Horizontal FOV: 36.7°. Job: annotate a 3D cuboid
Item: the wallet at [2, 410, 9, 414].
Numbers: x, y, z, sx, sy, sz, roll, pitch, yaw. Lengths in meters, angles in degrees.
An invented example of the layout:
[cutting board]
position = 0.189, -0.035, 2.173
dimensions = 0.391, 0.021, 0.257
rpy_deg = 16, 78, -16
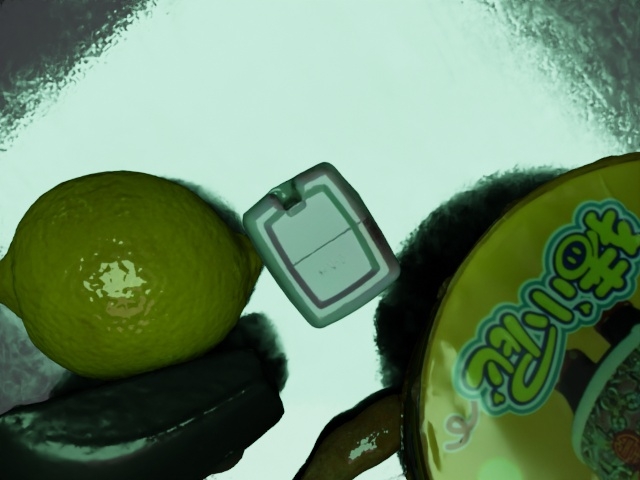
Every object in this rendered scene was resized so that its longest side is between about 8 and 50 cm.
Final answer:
[wallet]
position = -0.256, 0.239, 0.926
dimensions = 0.155, 0.039, 0.110
rpy_deg = 23, 95, -1

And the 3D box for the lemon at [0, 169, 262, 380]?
[lemon]
position = -0.169, 0.030, 0.847
dimensions = 0.244, 0.187, 0.186
rpy_deg = -1, 92, -9

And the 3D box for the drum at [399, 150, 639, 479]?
[drum]
position = 0.275, 0.147, 0.792
dimensions = 0.431, 0.214, 0.431
rpy_deg = 0, 76, 2

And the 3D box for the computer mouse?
[computer mouse]
position = -0.161, 0.180, 0.830
dimensions = 0.269, 0.170, 0.100
rpy_deg = -15, 72, -15

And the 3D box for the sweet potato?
[sweet potato]
position = 0.023, 0.207, 0.921
dimensions = 0.195, 0.056, 0.056
rpy_deg = -39, 92, 5

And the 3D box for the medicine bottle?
[medicine bottle]
position = 0.000, 0.000, 0.843
dimensions = 0.094, 0.188, 0.119
rpy_deg = -34, 92, 1
